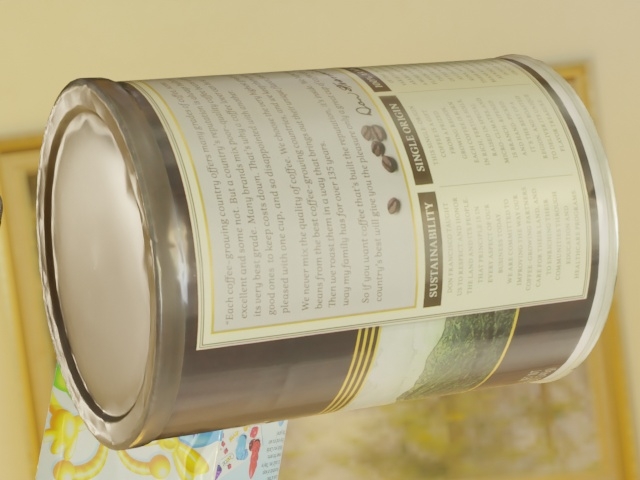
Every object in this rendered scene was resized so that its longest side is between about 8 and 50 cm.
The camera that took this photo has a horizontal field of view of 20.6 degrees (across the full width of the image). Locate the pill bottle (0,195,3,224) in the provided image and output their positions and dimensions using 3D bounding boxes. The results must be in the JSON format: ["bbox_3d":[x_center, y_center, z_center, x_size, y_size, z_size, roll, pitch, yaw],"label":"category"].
[{"bbox_3d":[-0.214,0.009,0.895,0.094,0.169,0.094,9,170,2],"label":"pill bottle"}]

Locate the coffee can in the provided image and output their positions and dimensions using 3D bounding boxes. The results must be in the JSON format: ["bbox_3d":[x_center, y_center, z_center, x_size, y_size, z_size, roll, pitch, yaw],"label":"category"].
[{"bbox_3d":[0.000,0.000,1.005,0.275,0.201,0.201,-6,-176,-25],"label":"coffee can"}]

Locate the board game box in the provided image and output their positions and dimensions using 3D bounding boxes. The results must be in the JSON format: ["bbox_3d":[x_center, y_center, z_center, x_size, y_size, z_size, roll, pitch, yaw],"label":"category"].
[{"bbox_3d":[-0.114,0.144,1.315,0.142,0.275,0.144,10,179,19],"label":"board game box"}]
